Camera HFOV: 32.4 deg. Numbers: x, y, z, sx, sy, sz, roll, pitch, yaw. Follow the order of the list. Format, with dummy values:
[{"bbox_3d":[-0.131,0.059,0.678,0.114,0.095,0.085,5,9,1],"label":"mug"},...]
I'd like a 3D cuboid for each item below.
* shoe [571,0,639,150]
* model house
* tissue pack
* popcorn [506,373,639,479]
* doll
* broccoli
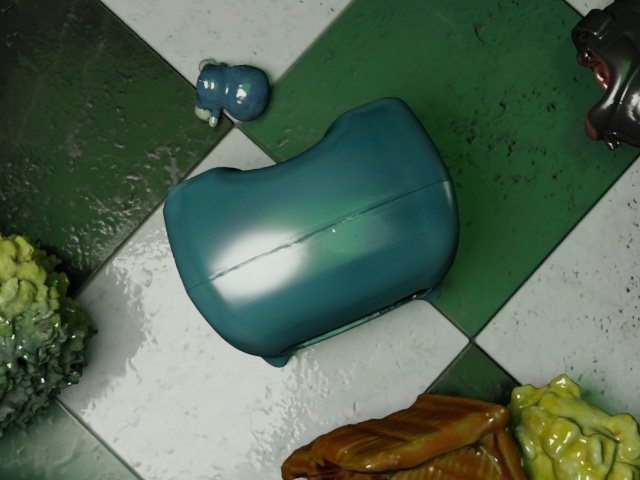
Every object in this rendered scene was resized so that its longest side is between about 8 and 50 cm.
[{"bbox_3d":[0.340,-0.220,1.185,0.137,0.114,0.291,3,75,20],"label":"shoe"},{"bbox_3d":[0.087,0.261,1.100,0.219,0.199,0.229,29,74,-19],"label":"model house"},{"bbox_3d":[0.000,0.000,1.115,0.287,0.198,0.206,-24,83,-4],"label":"tissue pack"},{"bbox_3d":[0.250,0.221,1.115,0.142,0.173,0.173,-22,85,-12],"label":"popcorn"},{"bbox_3d":[-0.098,-0.160,1.207,0.083,0.050,0.076,7,89,-1],"label":"doll"},{"bbox_3d":[-0.392,0.075,1.044,0.293,0.348,0.281,-26,75,-7],"label":"broccoli"}]
